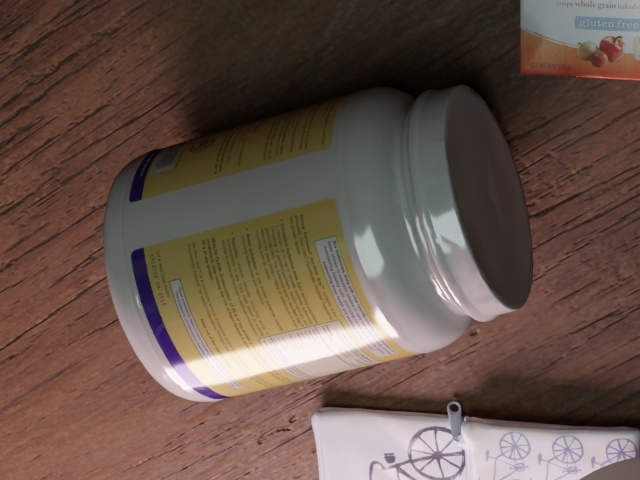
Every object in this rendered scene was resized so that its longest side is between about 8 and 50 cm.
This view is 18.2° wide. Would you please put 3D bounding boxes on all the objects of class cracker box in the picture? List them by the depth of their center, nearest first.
[{"bbox_3d":[0.250,-0.254,1.691,0.155,0.067,0.232,4,114,15],"label":"cracker box"}]

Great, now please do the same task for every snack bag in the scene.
[{"bbox_3d":[0.153,0.312,2.000,0.342,0.037,0.323,4,115,16],"label":"snack bag"}]

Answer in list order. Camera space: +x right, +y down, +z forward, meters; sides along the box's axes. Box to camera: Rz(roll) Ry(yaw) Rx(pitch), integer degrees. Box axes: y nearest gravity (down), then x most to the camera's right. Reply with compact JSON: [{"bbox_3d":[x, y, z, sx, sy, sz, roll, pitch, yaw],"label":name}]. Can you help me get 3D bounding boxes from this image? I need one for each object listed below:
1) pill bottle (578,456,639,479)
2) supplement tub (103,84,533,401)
[{"bbox_3d":[0.338,0.394,1.866,0.204,0.204,0.361,-8,117,20],"label":"pill bottle"},{"bbox_3d":[0.000,0.000,1.787,0.331,0.241,0.241,-14,109,23],"label":"supplement tub"}]
